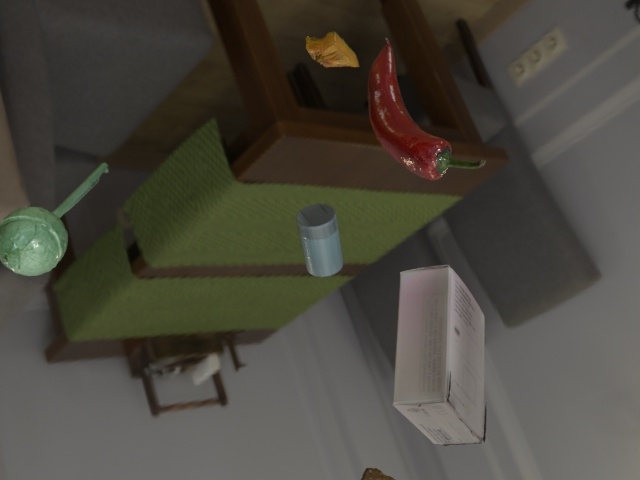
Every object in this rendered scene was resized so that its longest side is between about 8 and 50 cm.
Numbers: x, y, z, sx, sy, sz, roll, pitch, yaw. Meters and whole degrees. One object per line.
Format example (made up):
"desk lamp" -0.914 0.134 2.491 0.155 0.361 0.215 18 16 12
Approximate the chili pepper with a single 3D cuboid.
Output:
"chili pepper" 0.161 -0.228 1.678 0.137 0.368 0.092 -46 146 22

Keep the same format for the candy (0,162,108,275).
"candy" -0.484 -0.068 1.687 0.119 0.119 0.440 -28 -161 19

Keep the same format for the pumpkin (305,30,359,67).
"pumpkin" 0.020 -0.318 1.525 0.073 0.035 0.101 0 157 36

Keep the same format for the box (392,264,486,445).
"box" 0.210 0.200 1.527 0.106 0.251 0.203 -9 148 26

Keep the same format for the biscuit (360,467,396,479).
"biscuit" 0.083 0.456 1.314 0.231 0.131 0.025 -58 177 -41

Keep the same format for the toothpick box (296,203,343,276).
"toothpick box" 0.000 0.000 1.156 0.052 0.052 0.083 -17 127 -9
